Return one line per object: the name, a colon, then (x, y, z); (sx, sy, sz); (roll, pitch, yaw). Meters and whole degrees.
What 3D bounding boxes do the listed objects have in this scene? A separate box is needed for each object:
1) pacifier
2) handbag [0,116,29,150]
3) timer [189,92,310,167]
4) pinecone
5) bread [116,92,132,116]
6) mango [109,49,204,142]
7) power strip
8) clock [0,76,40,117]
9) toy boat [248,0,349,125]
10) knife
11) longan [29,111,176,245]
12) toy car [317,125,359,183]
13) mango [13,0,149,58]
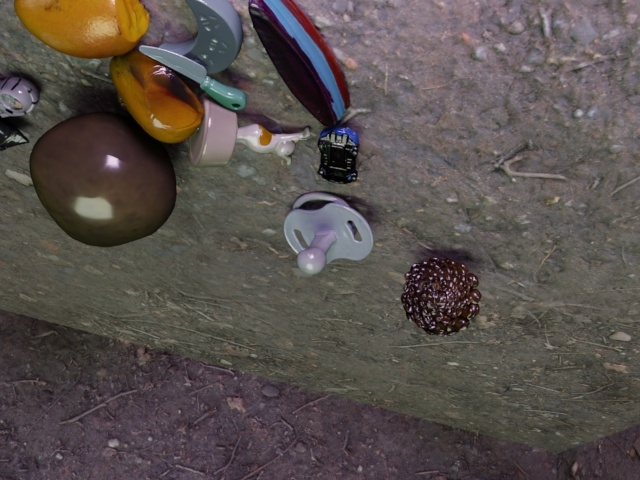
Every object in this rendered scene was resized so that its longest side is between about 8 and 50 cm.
pacifier: (0.000, 0.000, 1.853); (0.287, 0.226, 0.238); (-7, 126, 30)
handbag: (-0.959, -0.320, 1.826); (0.254, 0.088, 0.211); (-9, 138, 36)
timer: (-0.171, -0.249, 1.596); (0.266, 0.175, 0.175); (5, 155, -23)
pinecone: (0.379, 0.178, 2.004); (0.246, 0.246, 0.292); (1, 168, 21)
bread: (-0.446, -0.335, 1.612); (0.113, 0.060, 0.082); (16, 148, -7)
mango: (-0.381, -0.330, 1.499); (0.236, 0.136, 0.166); (52, 173, -23)
power strip: (-0.251, -0.425, 1.381); (0.168, 0.054, 0.253); (21, 149, -12)
clock: (-0.805, -0.379, 1.665); (0.176, 0.080, 0.117); (0, 148, 25)
toy boat: (-0.051, -0.383, 1.361); (0.136, 0.079, 0.392); (-4, 149, 26)
knife: (-0.268, -0.358, 1.423); (0.260, 0.034, 0.063); (26, 151, -34)
longan: (-0.558, -0.154, 1.694); (0.405, 0.336, 0.404); (11, 163, 3)
toy car: (0.047, -0.210, 1.623); (0.103, 0.063, 0.216); (11, 156, 5)
mango: (-0.502, -0.462, 1.339); (0.257, 0.138, 0.187); (-3, 135, 16)
